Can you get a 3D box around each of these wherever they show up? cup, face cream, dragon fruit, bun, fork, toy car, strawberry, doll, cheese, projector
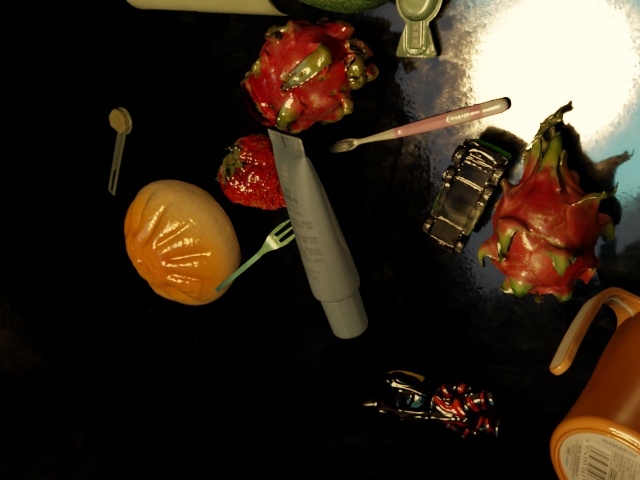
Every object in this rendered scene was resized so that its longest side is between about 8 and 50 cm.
[{"bbox_3d":[0.368,0.175,0.557,0.226,0.264,0.182,53,143,19],"label":"cup"},{"bbox_3d":[0.000,0.000,0.830,0.135,0.086,0.385,36,149,59],"label":"face cream"},{"bbox_3d":[0.281,-0.036,0.600,0.137,0.135,0.235,23,107,35],"label":"dragon fruit"},{"bbox_3d":[-0.015,-0.237,0.710,0.172,0.160,0.166,-26,53,41],"label":"dragon fruit"},{"bbox_3d":[-0.328,0.016,1.080,0.299,0.165,0.298,17,120,31],"label":"bun"},{"bbox_3d":[-0.136,0.042,0.980,0.235,0.021,0.039,-39,82,21],"label":"fork"},{"bbox_3d":[0.202,-0.061,0.687,0.071,0.062,0.165,33,129,22],"label":"toy car"},{"bbox_3d":[-0.102,-0.120,0.876,0.131,0.148,0.131,-26,60,57],"label":"strawberry"},{"bbox_3d":[0.191,0.288,0.870,0.249,0.088,0.126,-8,86,31],"label":"doll"},{"bbox_3d":[0.128,-0.303,0.646,0.067,0.026,0.120,17,121,32],"label":"cheese"},{"bbox_3d":[-0.182,-0.418,0.778,0.338,0.108,0.108,18,122,31],"label":"projector"}]

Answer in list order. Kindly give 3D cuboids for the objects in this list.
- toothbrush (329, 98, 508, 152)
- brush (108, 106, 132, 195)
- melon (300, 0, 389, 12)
[{"bbox_3d":[0.128,-0.162,0.721,0.287,0.025,0.020,-6,108,40],"label":"toothbrush"},{"bbox_3d":[-0.493,-0.204,1.189,0.062,0.027,0.266,42,132,14],"label":"brush"},{"bbox_3d":[0.003,-0.374,0.576,0.288,0.182,0.182,23,130,-5],"label":"melon"}]
